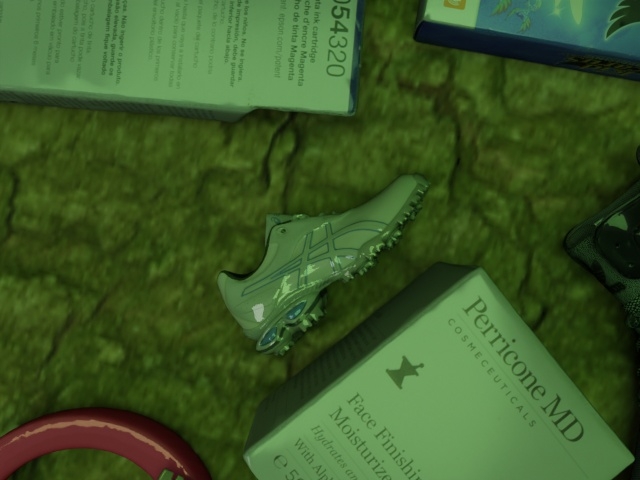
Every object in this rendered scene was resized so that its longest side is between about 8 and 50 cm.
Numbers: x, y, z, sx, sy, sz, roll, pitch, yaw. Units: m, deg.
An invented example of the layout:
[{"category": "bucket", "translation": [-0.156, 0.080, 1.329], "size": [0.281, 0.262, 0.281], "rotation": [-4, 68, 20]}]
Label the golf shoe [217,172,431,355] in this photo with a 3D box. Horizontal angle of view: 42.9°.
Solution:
[{"category": "golf shoe", "translation": [0.000, 0.000, 0.592], "size": [0.176, 0.069, 0.086], "rotation": [-43, 83, -1]}]

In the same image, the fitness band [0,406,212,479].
[{"category": "fitness band", "translation": [-0.180, 0.267, 0.595], "size": [0.209, 0.054, 0.291], "rotation": [9, 91, 0]}]

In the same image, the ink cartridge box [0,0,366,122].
[{"category": "ink cartridge box", "translation": [-0.126, -0.256, 0.594], "size": [0.330, 0.071, 0.324], "rotation": [5, 89, -3]}]

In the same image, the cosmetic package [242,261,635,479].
[{"category": "cosmetic package", "translation": [0.069, 0.127, 0.545], "size": [0.183, 0.151, 0.151], "rotation": [-39, 90, 0]}]

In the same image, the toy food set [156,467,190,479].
[{"category": "toy food set", "translation": [-0.050, 0.253, 0.565], "size": [0.192, 0.038, 0.132], "rotation": [30, 82, -18]}]

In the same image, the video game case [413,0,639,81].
[{"category": "video game case", "translation": [0.222, -0.248, 0.595], "size": [0.269, 0.061, 0.244], "rotation": [10, 90, 0]}]

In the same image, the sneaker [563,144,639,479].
[{"category": "sneaker", "translation": [0.235, 0.060, 0.574], "size": [0.153, 0.101, 0.268], "rotation": [24, 84, 1]}]
